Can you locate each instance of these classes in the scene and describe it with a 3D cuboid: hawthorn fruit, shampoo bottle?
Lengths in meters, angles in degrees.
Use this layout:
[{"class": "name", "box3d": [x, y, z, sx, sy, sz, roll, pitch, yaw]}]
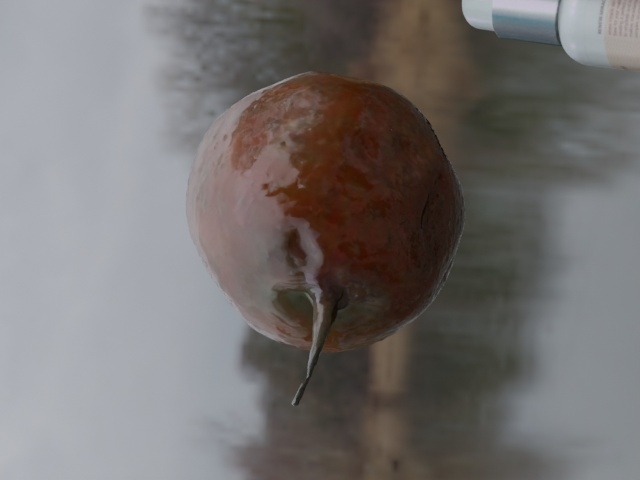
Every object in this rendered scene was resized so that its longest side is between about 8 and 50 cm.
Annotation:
[{"class": "hawthorn fruit", "box3d": [0.011, -0.009, 0.929, 0.189, 0.149, 0.149, -137, 47, -62]}, {"class": "shampoo bottle", "box3d": [0.198, -0.166, 1.359, 0.074, 0.192, 0.074, -25, -61, -56]}]
